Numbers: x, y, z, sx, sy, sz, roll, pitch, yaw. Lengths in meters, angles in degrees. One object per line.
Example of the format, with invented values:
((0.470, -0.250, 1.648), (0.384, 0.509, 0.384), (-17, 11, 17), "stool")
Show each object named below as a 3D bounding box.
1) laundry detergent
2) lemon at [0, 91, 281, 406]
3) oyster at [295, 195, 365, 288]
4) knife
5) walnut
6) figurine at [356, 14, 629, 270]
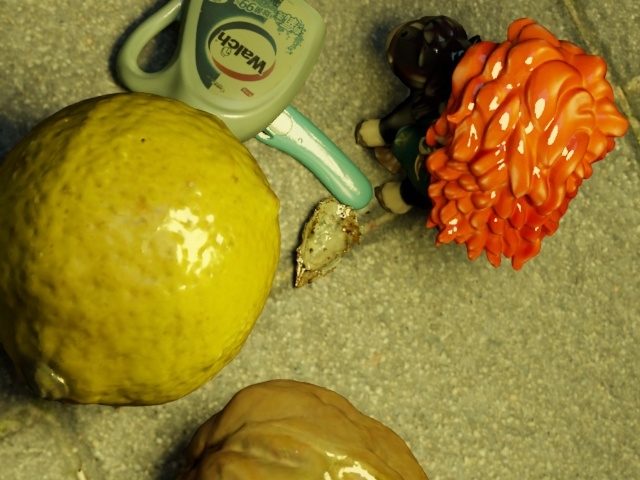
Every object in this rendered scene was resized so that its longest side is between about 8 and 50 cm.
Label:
((-0.142, -0.215, 2.071), (0.215, 0.105, 0.280), (35, 68, 7), "laundry detergent")
((-0.220, 0.018, 1.828), (0.350, 0.350, 0.387), (44, 51, -11), "lemon")
((0.000, 0.000, 2.134), (0.132, 0.029, 0.086), (-34, 87, -28), "oyster")
((-0.018, -0.119, 2.156), (0.222, 0.031, 0.064), (40, 87, -14), "knife")
((-0.008, 0.337, 1.893), (0.344, 0.306, 0.306), (41, 61, -20), "walnut")
((0.196, -0.140, 2.069), (0.241, 0.412, 0.306), (6, 103, -31), "figurine")
